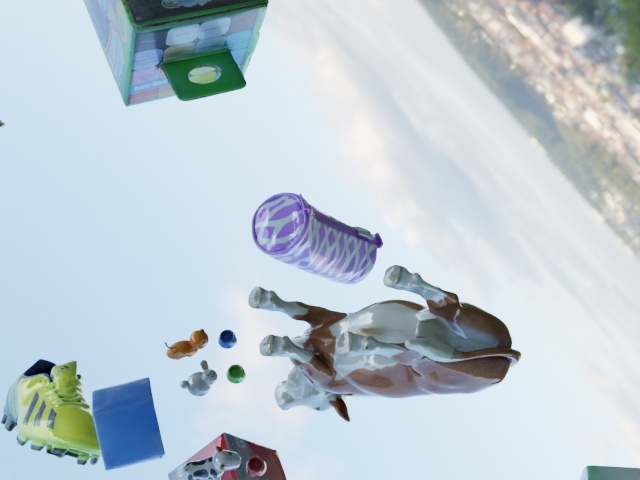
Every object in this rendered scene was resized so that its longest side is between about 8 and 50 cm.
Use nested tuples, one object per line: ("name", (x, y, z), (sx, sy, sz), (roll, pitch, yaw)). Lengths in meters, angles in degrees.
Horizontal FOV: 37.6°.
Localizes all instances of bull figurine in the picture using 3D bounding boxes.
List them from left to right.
("bull figurine", (0.041, 0.108, 0.936), (0.188, 0.310, 0.101), (28, -122, -39))

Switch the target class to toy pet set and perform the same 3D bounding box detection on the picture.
("toy pet set", (-0.105, 0.117, 0.684), (0.065, 0.114, 0.122), (95, 160, -57))

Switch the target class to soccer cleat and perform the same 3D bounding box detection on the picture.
("soccer cleat", (-0.345, 0.215, 1.235), (0.093, 0.121, 0.289), (30, 166, -30))

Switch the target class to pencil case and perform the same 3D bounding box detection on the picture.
("pencil case", (0.000, 0.000, 1.189), (0.206, 0.088, 0.086), (20, -132, -57))

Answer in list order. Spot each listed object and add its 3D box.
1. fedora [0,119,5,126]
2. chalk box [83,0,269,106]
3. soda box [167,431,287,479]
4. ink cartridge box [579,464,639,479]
("fedora", (-0.439, -0.105, 0.999), (0.194, 0.079, 0.194), (4, -170, -1))
("chalk box", (-0.139, -0.220, 0.890), (0.213, 0.132, 0.132), (67, 157, 16))
("soda box", (-0.059, 0.319, 0.888), (0.092, 0.083, 0.263), (33, -156, -47))
("ink cartridge box", (0.417, 0.354, 1.069), (0.056, 0.225, 0.181), (84, -171, -52))
